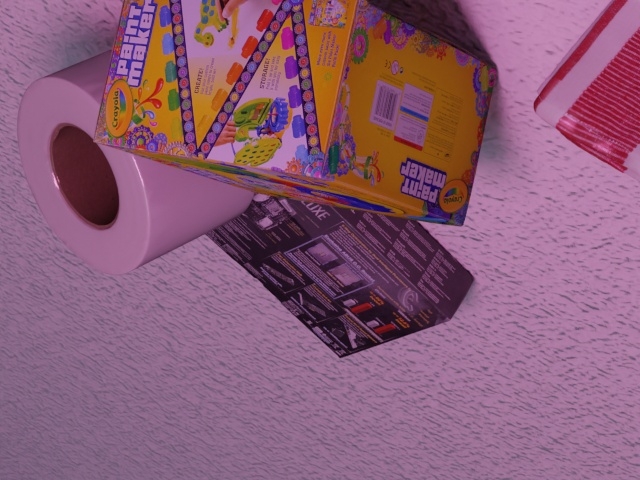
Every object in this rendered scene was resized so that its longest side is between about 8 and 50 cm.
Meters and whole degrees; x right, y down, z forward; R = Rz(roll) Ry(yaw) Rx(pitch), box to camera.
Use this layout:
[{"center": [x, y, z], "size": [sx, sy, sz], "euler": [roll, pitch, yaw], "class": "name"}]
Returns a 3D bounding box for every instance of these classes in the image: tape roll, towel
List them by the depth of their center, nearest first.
[{"center": [0.387, -0.101, 1.812], "size": [0.329, 0.037, 0.237], "euler": [34, 147, -1], "class": "towel"}, {"center": [-0.213, -0.103, 2.143], "size": [0.246, 0.169, 0.246], "euler": [30, 134, 36], "class": "tape roll"}]

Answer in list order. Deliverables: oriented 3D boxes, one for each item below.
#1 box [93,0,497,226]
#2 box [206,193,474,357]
[{"center": [-0.021, -0.139, 1.871], "size": [0.279, 0.177, 0.290], "euler": [11, 177, 33], "class": "box"}, {"center": [0.000, 0.000, 2.253], "size": [0.307, 0.076, 0.242], "euler": [43, 147, -15], "class": "box"}]
